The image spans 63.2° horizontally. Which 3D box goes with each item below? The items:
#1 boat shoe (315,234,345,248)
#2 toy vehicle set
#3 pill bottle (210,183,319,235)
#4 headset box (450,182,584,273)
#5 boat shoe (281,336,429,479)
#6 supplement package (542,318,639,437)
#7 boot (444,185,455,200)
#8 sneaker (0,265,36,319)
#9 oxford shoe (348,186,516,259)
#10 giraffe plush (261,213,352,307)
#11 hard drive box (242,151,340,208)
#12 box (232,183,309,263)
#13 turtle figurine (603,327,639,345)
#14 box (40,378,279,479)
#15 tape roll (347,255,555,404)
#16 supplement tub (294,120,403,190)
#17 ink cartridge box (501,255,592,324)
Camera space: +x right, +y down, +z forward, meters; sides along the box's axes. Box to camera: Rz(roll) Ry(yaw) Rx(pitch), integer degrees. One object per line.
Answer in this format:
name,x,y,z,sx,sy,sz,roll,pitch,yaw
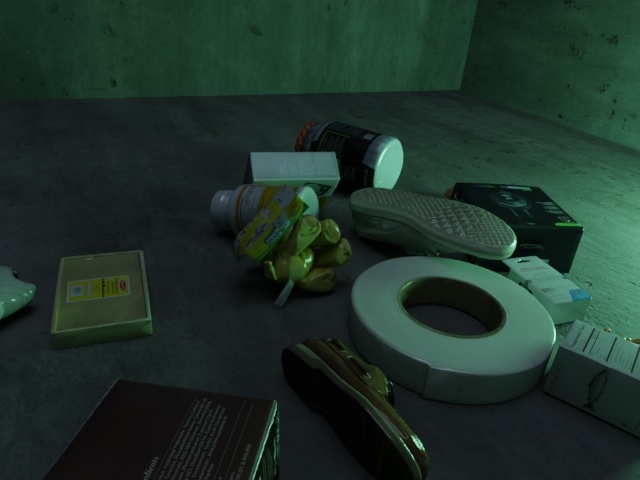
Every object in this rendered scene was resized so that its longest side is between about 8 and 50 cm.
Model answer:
boat shoe,0.000,0.000,1.290,0.125,0.038,0.046,8,28,5
toy vehicle set,-0.425,0.104,1.018,0.166,0.035,0.267,-5,29,-20
pill bottle,-0.140,-0.069,1.274,0.246,0.136,0.136,4,25,22
headset box,0.490,-0.033,1.343,0.246,0.131,0.283,3,28,-4
boat shoe,0.063,0.233,0.777,0.104,0.110,0.307,-15,34,-32
supplement package,0.487,0.230,0.866,0.179,0.105,0.105,23,32,31
boot,0.495,-0.132,1.601,0.197,0.073,0.152,-1,24,-17
sneaker,-0.652,0.078,0.983,0.262,0.099,0.121,26,26,20
oxford shoe,0.253,-0.024,1.246,0.169,0.130,0.449,-25,31,-39
giraffe plush,-0.064,0.030,1.131,0.210,0.181,0.170,-44,32,-11
hard drive box,-0.085,-0.159,1.415,0.232,0.181,0.089,-3,68,-15
box,-0.108,-0.028,1.061,0.043,0.179,0.105,44,2,-26
turtle figurine,0.650,0.209,0.913,0.217,0.087,0.269,10,-13,-10
box,-0.160,0.281,0.575,0.203,0.168,0.167,6,27,7
tape roll,0.245,0.153,1.009,0.392,0.072,0.392,5,27,-2
supplement tub,0.085,-0.268,1.653,0.316,0.193,0.193,23,32,29
ink cartridge box,0.487,0.107,1.150,0.104,0.060,0.180,-5,30,-18
